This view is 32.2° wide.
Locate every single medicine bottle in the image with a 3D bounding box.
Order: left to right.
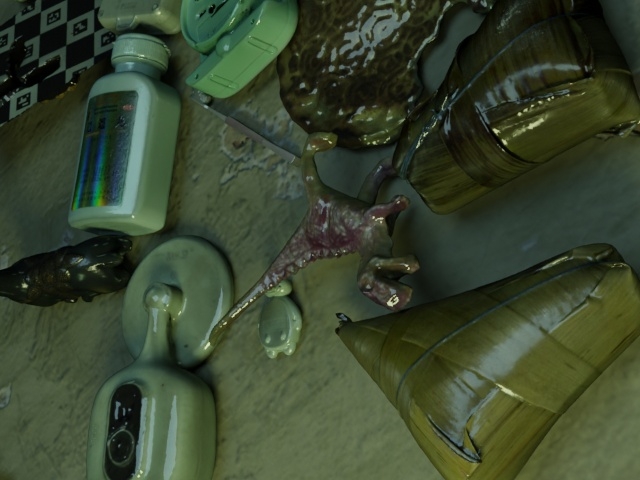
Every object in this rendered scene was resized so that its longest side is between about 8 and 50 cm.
[{"bbox_3d":[-0.221,-0.123,1.281,0.121,0.083,0.228,-4,73,39],"label":"medicine bottle"}]

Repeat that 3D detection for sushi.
[{"bbox_3d":[-0.378,-0.222,1.449,0.280,0.043,0.192,-33,51,8],"label":"sushi"}]

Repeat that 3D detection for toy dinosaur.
[{"bbox_3d":[-0.002,-0.002,1.058,0.251,0.072,0.199,-2,63,34],"label":"toy dinosaur"}]

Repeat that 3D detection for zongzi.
[{"bbox_3d":[0.138,0.067,0.955,0.228,0.115,0.256,-48,37,4],"label":"zongzi"},{"bbox_3d":[0.153,-0.163,1.001,0.221,0.112,0.242,-29,53,28],"label":"zongzi"}]

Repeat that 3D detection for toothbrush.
[{"bbox_3d":[-0.087,-0.126,1.225,0.194,0.014,0.017,37,99,38],"label":"toothbrush"}]

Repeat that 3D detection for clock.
[{"bbox_3d":[-0.100,-0.263,1.233,0.148,0.060,0.188,-40,49,34],"label":"clock"}]

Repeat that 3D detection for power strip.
[{"bbox_3d":[-0.190,-0.369,1.346,0.118,0.046,0.270,4,75,38],"label":"power strip"},{"bbox_3d":[-0.046,0.076,1.120,0.055,0.035,0.083,-14,71,33],"label":"power strip"}]

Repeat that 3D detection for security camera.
[{"bbox_3d":[-0.173,0.133,1.175,0.157,0.080,0.301,-10,68,35],"label":"security camera"}]

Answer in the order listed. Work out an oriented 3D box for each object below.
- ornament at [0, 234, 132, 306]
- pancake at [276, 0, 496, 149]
[{"bbox_3d":[-0.351,0.038,1.230,0.202,0.236,0.080,-12,80,36],"label":"ornament"},{"bbox_3d":[0.074,-0.231,1.127,0.286,0.033,0.288,1,77,36],"label":"pancake"}]
